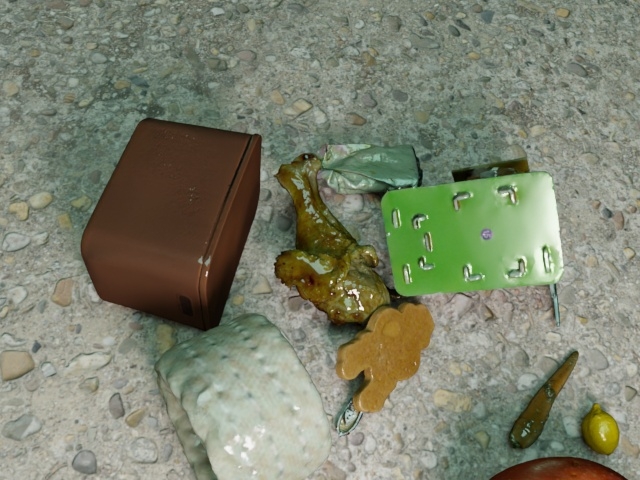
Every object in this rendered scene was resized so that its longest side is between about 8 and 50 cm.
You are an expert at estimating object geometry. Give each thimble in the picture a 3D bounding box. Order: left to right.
[{"bbox_3d":[-0.122,0.276,1.123,0.195,0.291,0.291,-24,63,-21],"label":"thimble"}]

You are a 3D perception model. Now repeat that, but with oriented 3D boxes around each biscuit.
[{"bbox_3d":[0.122,0.198,1.292,0.236,0.040,0.144,-38,114,-35],"label":"biscuit"}]

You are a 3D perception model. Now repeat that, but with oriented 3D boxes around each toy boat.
[{"bbox_3d":[0.052,0.312,1.253,0.038,0.038,0.083,27,57,11],"label":"toy boat"}]

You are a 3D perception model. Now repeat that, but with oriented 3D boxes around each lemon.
[{"bbox_3d":[0.500,0.337,1.272,0.065,0.065,0.092,-3,67,-9],"label":"lemon"}]

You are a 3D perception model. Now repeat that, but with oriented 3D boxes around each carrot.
[{"bbox_3d":[0.419,0.287,1.312,0.049,0.049,0.254,36,56,16],"label":"carrot"}]

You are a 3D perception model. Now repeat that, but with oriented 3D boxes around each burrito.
[{"bbox_3d":[0.098,-0.149,1.527,0.229,0.089,0.143,0,43,-6],"label":"burrito"}]

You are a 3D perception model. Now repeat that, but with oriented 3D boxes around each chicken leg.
[{"bbox_3d":[-0.008,0.013,1.364,0.212,0.140,0.361,-20,69,-44],"label":"chicken leg"}]

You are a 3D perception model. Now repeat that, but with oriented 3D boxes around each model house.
[{"bbox_3d":[0.319,0.016,1.406,0.301,0.340,0.323,-7,13,19],"label":"model house"}]

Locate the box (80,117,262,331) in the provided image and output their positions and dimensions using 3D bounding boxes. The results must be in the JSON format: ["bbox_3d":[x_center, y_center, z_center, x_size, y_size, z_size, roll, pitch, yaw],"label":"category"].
[{"bbox_3d":[-0.262,-0.036,1.323,0.230,0.239,0.339,13,57,5],"label":"box"}]

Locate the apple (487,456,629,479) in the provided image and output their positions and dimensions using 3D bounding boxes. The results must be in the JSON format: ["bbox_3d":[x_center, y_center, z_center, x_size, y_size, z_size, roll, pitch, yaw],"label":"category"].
[{"bbox_3d":[0.366,0.481,1.019,0.349,0.276,0.348,7,40,-6],"label":"apple"}]
